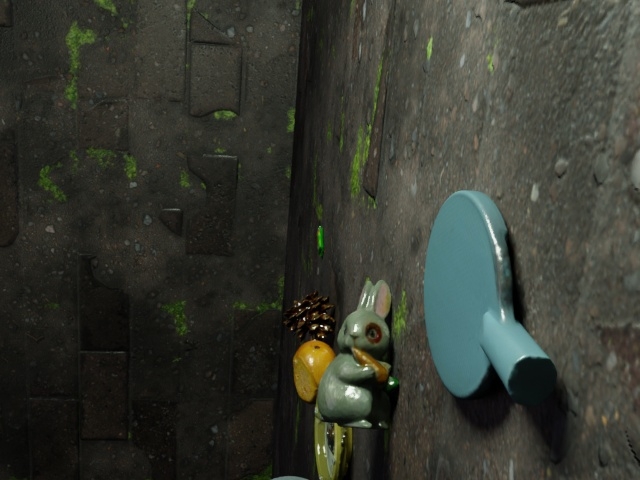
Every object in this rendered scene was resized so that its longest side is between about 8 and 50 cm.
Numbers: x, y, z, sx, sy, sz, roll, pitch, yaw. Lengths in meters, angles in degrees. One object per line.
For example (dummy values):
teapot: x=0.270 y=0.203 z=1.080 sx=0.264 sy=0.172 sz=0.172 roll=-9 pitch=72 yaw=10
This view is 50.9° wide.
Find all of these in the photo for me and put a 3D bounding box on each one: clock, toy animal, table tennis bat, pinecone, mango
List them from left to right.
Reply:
pinecone: x=-0.021 y=0.194 z=1.663 sx=0.121 sy=0.140 sz=0.140 roll=59 pitch=168 yaw=5
mango: x=-0.009 y=0.322 z=1.607 sx=0.217 sy=0.102 sz=0.141 roll=101 pitch=149 yaw=-53
clock: x=0.031 y=0.409 z=1.420 sx=0.237 sy=0.057 sz=0.237 roll=-178 pitch=90 yaw=-81
toy animal: x=0.056 y=0.179 z=1.053 sx=0.108 sy=0.138 sz=0.236 roll=13 pitch=-107 yaw=-63
table tennis bat: x=0.152 y=0.066 z=0.666 sx=0.329 sy=0.044 sz=0.215 roll=-106 pitch=21 yaw=-75

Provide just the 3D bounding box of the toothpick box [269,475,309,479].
toothpick box: x=-0.072 y=0.611 z=1.356 sx=0.355 sy=0.263 sz=0.263 roll=124 pitch=148 yaw=-79

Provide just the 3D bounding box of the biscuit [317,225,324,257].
biscuit: x=-0.001 y=0.000 z=1.955 sx=0.046 sy=0.016 sz=0.089 roll=103 pitch=167 yaw=-55
